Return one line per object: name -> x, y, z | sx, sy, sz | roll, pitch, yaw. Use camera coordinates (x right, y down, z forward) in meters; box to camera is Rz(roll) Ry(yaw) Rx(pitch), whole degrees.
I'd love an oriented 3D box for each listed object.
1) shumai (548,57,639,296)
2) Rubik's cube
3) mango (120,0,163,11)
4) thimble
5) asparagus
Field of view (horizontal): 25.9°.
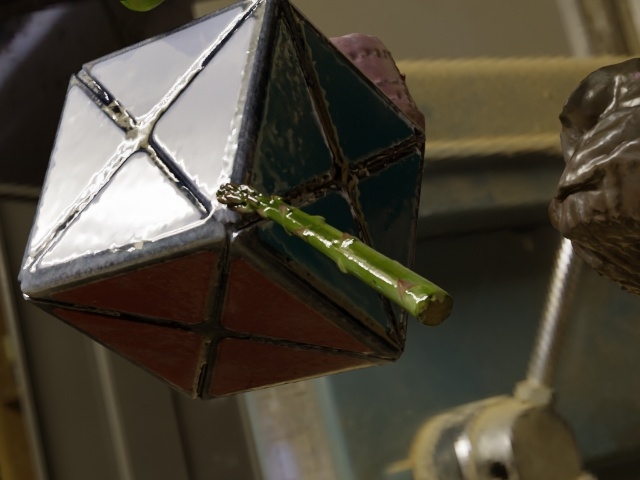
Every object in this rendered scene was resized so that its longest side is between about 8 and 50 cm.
shumai -> 0.291, -0.061, 1.069 | 0.218, 0.185, 0.184 | 10, -25, 5
Rubik's cube -> -0.078, -0.032, 1.242 | 0.255, 0.260, 0.259 | -15, -34, 32
mango -> -0.153, -0.257, 1.235 | 0.056, 0.108, 0.073 | 8, -15, 20
thimble -> 0.014, -0.128, 1.484 | 0.163, 0.125, 0.189 | -12, -16, -42
asparagus -> 0.000, 0.000, 0.837 | 0.025, 0.024, 0.248 | 8, 13, -35
